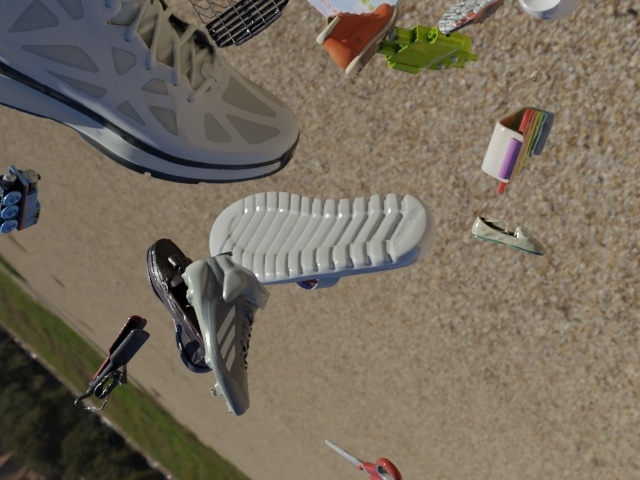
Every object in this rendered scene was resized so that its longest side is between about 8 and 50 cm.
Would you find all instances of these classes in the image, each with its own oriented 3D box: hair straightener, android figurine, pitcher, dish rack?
[{"bbox_3d":[-0.412,0.256,1.582,0.047,0.230,0.089,31,-163,-37],"label":"hair straightener"},{"bbox_3d":[0.284,-0.501,2.122,0.272,0.056,0.248,7,170,-26],"label":"android figurine"},{"bbox_3d":[0.407,-0.495,1.469,0.125,0.207,0.178,-19,91,28],"label":"pitcher"},{"bbox_3d":[-0.185,-0.535,1.648,0.272,0.208,0.074,59,-167,8],"label":"dish rack"}]

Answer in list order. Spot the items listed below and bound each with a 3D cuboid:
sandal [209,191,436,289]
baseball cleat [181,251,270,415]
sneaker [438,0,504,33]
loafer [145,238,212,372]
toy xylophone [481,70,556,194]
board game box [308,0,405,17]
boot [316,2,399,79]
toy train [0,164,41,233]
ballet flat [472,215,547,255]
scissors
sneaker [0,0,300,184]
[{"bbox_3d":[-0.005,0.013,1.299,0.416,0.169,0.102,2,150,33],"label":"sandal"},{"bbox_3d":[-0.106,0.114,1.028,0.072,0.109,0.206,95,156,-83],"label":"baseball cleat"},{"bbox_3d":[0.325,-0.472,1.689,0.061,0.157,0.065,62,-174,36],"label":"sneaker"},{"bbox_3d":[-0.266,0.116,1.630,0.095,0.109,0.303,-50,57,47],"label":"loafer"},{"bbox_3d":[0.469,-0.258,1.874,0.081,0.322,0.236,25,126,20],"label":"toy xylophone"},{"bbox_3d":[0.085,-0.703,2.097,0.318,0.066,0.318,44,145,5],"label":"board game box"},{"bbox_3d":[0.055,-0.303,1.138,0.084,0.158,0.059,37,141,-4],"label":"boot"},{"bbox_3d":[-0.686,-0.093,1.811,0.080,0.105,0.184,45,137,15],"label":"toy train"},{"bbox_3d":[0.411,-0.013,1.740,0.168,0.053,0.057,17,-164,17],"label":"ballet flat"},{"bbox_3d":[0.090,0.438,1.512,0.109,0.021,0.297,57,156,-10],"label":"scissors"},{"bbox_3d":[-0.197,-0.227,0.884,0.447,0.169,0.257,18,138,-18],"label":"sneaker"}]
